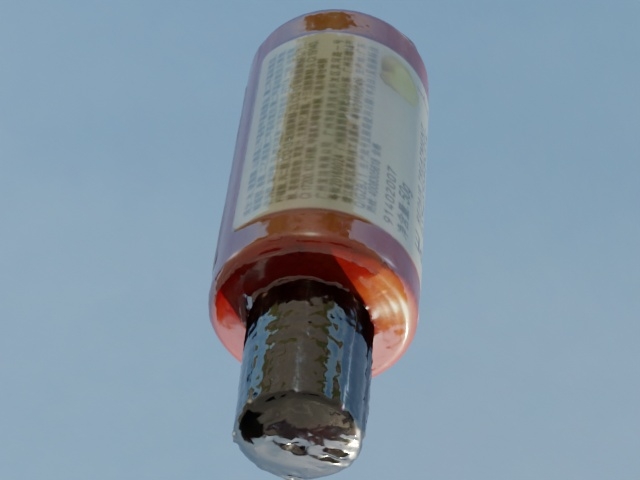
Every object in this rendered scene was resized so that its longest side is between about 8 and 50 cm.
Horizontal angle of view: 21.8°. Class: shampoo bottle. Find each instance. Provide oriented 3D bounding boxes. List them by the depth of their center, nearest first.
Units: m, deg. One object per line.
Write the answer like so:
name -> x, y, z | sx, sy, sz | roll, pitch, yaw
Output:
shampoo bottle -> 0.000, 0.000, 0.844 | 0.104, 0.104, 0.278 | -9, -140, 14
